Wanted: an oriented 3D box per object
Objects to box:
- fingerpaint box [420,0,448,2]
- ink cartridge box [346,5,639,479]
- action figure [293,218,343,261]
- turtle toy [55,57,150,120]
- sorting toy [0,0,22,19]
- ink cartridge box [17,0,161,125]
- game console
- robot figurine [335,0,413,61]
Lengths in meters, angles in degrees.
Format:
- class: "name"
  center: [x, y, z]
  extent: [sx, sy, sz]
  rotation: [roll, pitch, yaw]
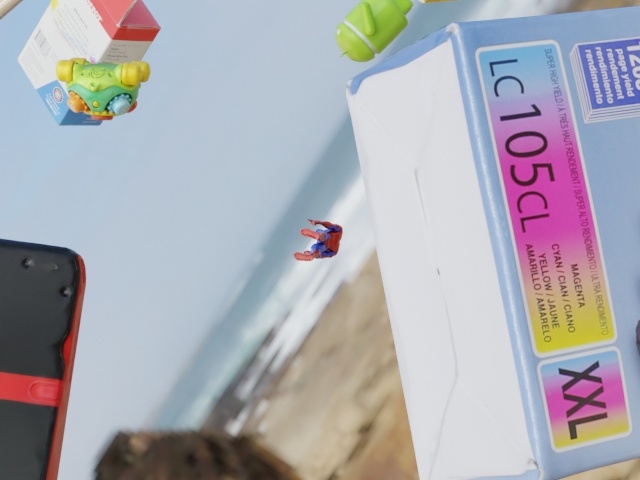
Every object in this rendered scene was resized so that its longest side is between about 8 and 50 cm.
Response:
- class: "fingerpaint box"
  center: [0.279, -0.472, 2.029]
  extent: [0.445, 0.163, 0.371]
  rotation: [-9, -52, -39]
- class: "ink cartridge box"
  center: [0.238, -0.012, 1.150]
  extent: [0.395, 0.270, 0.151]
  rotation: [-9, -3, -29]
- class: "action figure"
  center: [0.000, 0.000, 1.751]
  extent: [0.115, 0.030, 0.038]
  rotation: [-8, -70, -73]
- class: "turtle toy"
  center: [-0.236, -0.167, 2.002]
  extent: [0.130, 0.095, 0.066]
  rotation: [-51, -36, -80]
- class: "sorting toy"
  center: [-0.268, -0.213, 1.211]
  extent: [0.208, 0.193, 0.038]
  rotation: [-40, -14, 11]
- class: "ink cartridge box"
  center: [-0.301, -0.280, 2.429]
  extent: [0.078, 0.134, 0.231]
  rotation: [-3, -40, -46]
- class: "game console"
  center: [-0.458, 0.151, 1.906]
  extent: [0.060, 0.386, 0.342]
  rotation: [116, 161, -73]
- class: "robot figurine"
  center: [0.067, -0.280, 2.367]
  extent: [0.115, 0.067, 0.101]
  rotation: [-45, 1, -1]
